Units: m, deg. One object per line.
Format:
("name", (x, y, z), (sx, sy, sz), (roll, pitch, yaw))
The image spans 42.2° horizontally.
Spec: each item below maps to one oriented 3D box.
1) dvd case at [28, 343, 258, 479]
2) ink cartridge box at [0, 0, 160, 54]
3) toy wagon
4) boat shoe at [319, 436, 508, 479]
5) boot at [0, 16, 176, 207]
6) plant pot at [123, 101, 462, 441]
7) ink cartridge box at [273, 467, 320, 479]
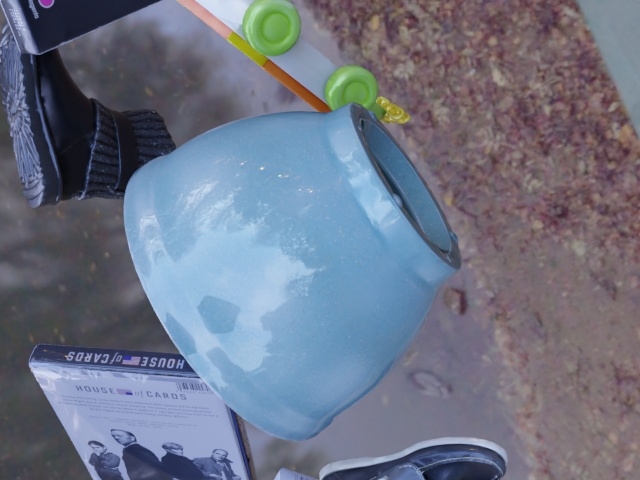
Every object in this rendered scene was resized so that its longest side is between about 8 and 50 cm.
("dvd case", (-0.163, 0.185, 0.815), (0.179, 0.030, 0.239), (3, 137, 7))
("ink cartridge box", (-0.305, -0.424, 1.219), (0.069, 0.371, 0.176), (15, 131, 40))
("toy wagon", (-0.031, -0.213, 0.949), (0.068, 0.344, 0.267), (-51, 36, 8))
("boat shoe", (0.102, 0.280, 0.928), (0.233, 0.079, 0.084), (-21, 125, 25))
("boot", (-0.396, -0.228, 1.426), (0.131, 0.260, 0.348), (-3, 97, 53))
("plant pot", (0.000, 0.000, 0.740), (0.196, 0.293, 0.293), (-34, 79, 17))
("ink cartridge box", (0.039, 0.401, 0.870), (0.303, 0.072, 0.307), (21, 121, -12))
